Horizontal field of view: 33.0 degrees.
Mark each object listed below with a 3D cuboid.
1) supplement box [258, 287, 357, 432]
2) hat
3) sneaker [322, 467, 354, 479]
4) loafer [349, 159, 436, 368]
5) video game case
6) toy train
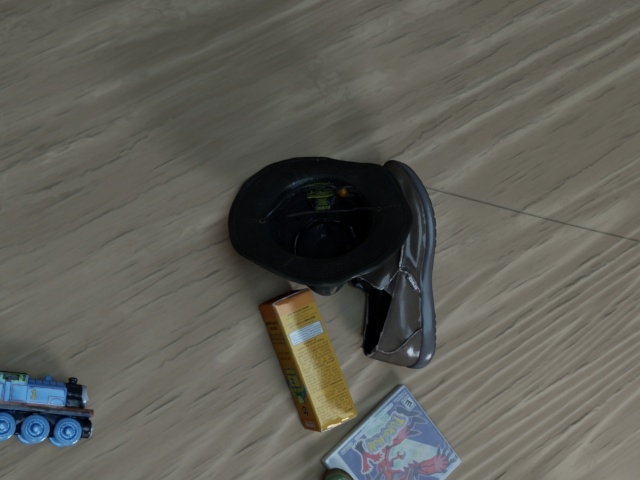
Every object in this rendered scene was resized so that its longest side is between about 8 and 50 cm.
[{"bbox_3d":[-0.021,0.201,1.818,0.080,0.078,0.234,-24,94,-23],"label":"supplement box"},{"bbox_3d":[0.000,0.000,1.787,0.331,0.331,0.134,-24,133,-24],"label":"hat"},{"bbox_3d":[0.056,0.480,1.806,0.064,0.086,0.192,-18,97,-2],"label":"sneaker"},{"bbox_3d":[0.120,0.043,1.863,0.130,0.134,0.366,-4,86,-24],"label":"loafer"},{"bbox_3d":[0.127,0.385,1.892,0.201,0.023,0.183,-41,101,-22],"label":"video game case"},{"bbox_3d":[-0.433,0.255,1.637,0.184,0.080,0.105,9,75,-22],"label":"toy train"}]
